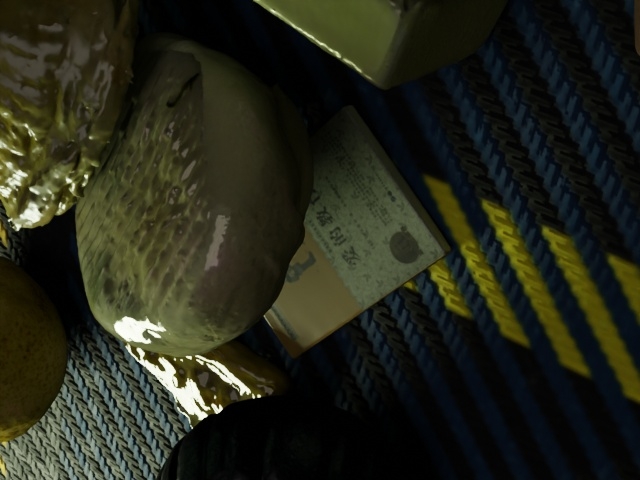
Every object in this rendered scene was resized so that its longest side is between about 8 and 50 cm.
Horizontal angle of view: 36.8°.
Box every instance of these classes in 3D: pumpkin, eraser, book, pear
[{"bbox_3d":[-0.026,0.194,0.681,0.194,0.150,0.194,1,99,4],"label":"pumpkin"},{"bbox_3d":[0.009,-0.159,0.533,0.172,0.117,0.058,38,131,19],"label":"eraser"},{"bbox_3d":[0.000,0.000,0.674,0.172,0.012,0.118,-39,82,40],"label":"book"},{"bbox_3d":[-0.311,0.101,0.866,0.178,0.178,0.177,15,117,32],"label":"pear"}]

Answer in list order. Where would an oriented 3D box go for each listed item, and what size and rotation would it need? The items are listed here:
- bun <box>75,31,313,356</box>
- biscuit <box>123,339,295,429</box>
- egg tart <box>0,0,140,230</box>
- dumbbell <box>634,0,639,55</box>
[{"bbox_3d":[-0.080,-0.027,0.640,0.237,0.116,0.209,53,127,48],"label":"bun"},{"bbox_3d":[-0.104,0.142,0.794,0.174,0.039,0.183,26,122,25],"label":"biscuit"},{"bbox_3d":[-0.197,-0.124,0.661,0.252,0.098,0.231,2,77,60],"label":"egg tart"},{"bbox_3d":[0.250,-0.101,0.397,0.231,0.092,0.082,6,139,35],"label":"dumbbell"}]
